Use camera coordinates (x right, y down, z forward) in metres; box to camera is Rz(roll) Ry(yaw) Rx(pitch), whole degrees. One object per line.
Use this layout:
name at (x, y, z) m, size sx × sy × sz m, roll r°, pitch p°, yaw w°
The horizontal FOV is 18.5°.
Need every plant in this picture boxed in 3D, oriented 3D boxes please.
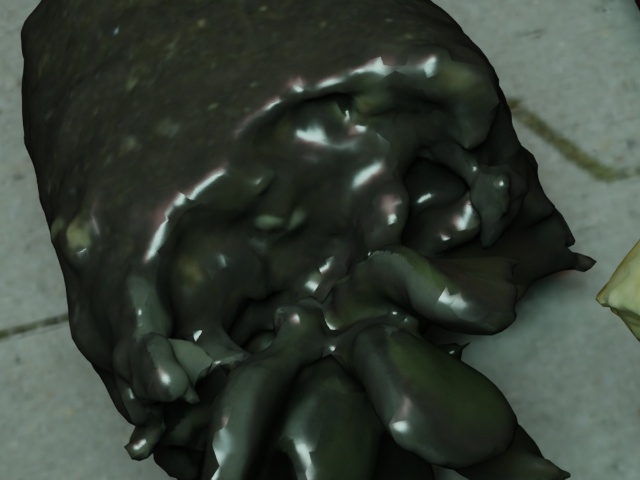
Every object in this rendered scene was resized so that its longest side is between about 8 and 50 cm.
plant at (0.000, 0.000, 0.762) m, size 0.188 × 0.199 × 0.276 m, roll -27°, pitch 55°, yaw 3°

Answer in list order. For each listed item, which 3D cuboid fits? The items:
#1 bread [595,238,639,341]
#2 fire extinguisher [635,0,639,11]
bread at (0.253, 0.010, 0.668) m, size 0.239 × 0.246 × 0.111 m, roll -48°, pitch 40°, yaw -3°
fire extinguisher at (0.189, -0.072, 0.809) m, size 0.105 × 0.105 × 0.269 m, roll -20°, pitch 62°, yaw 2°
